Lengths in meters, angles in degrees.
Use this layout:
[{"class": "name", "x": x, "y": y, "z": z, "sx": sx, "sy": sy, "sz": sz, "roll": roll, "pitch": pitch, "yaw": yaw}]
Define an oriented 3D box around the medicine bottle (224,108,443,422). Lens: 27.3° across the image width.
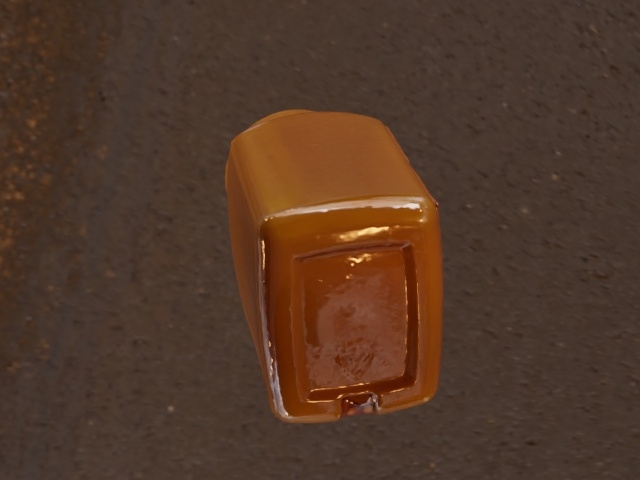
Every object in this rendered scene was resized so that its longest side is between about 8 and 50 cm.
[{"class": "medicine bottle", "x": 0.001, "y": 0.000, "z": 0.857, "sx": 0.222, "sy": 0.112, "sz": 0.149, "roll": -112, "pitch": 17, "yaw": -61}]
